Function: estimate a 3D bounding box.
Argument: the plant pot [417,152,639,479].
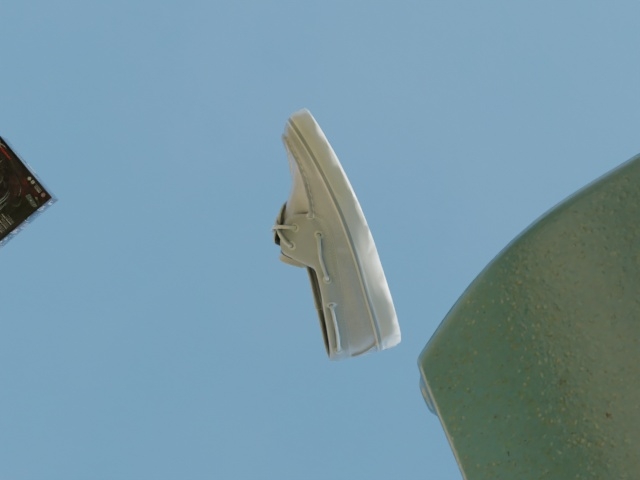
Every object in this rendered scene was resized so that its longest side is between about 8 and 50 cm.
[{"bbox_3d":[0.205,0.108,1.175,0.252,0.247,0.248,-23,-120,3],"label":"plant pot"}]

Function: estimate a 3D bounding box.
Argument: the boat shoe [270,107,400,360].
[{"bbox_3d":[0.000,0.000,1.352,0.063,0.066,0.184,-22,-63,-5],"label":"boat shoe"}]

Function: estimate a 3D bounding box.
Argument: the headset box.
[{"bbox_3d":[-0.247,-0.027,1.449,0.083,0.032,0.062,-40,-93,-1],"label":"headset box"}]
